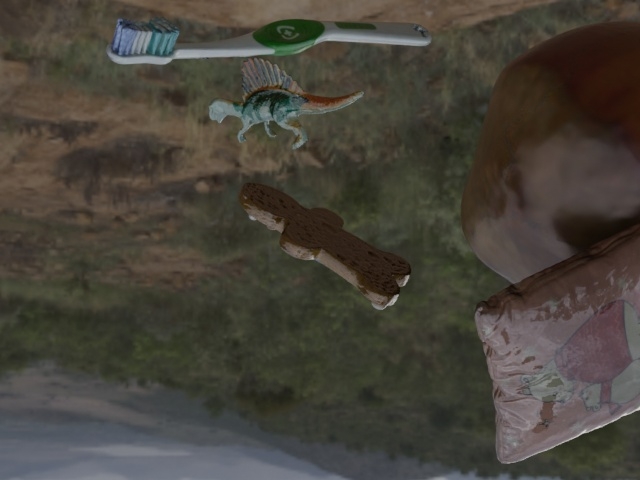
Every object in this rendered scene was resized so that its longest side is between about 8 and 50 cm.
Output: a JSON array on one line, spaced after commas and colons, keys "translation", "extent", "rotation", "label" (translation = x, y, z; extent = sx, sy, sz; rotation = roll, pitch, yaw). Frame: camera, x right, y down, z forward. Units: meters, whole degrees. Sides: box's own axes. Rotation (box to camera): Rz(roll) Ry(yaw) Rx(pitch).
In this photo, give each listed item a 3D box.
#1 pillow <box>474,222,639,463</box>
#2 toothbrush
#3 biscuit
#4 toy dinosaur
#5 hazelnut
[{"translation": [0.272, 0.114, 0.895], "extent": [0.223, 0.236, 0.084], "rotation": [-20, -151, -9], "label": "pillow"}, {"translation": [-0.020, -0.147, 0.621], "extent": [0.304, 0.030, 0.030], "rotation": [-13, 178, -43], "label": "toothbrush"}, {"translation": [0.000, 0.000, 0.907], "extent": [0.205, 0.031, 0.138], "rotation": [32, -157, 5], "label": "biscuit"}, {"translation": [-0.044, -0.148, 0.888], "extent": [0.044, 0.106, 0.187], "rotation": [-45, -172, -35], "label": "toy dinosaur"}, {"translation": [0.350, -0.085, 1.048], "extent": [0.365, 0.366, 0.366], "rotation": [-1, 166, 0], "label": "hazelnut"}]
